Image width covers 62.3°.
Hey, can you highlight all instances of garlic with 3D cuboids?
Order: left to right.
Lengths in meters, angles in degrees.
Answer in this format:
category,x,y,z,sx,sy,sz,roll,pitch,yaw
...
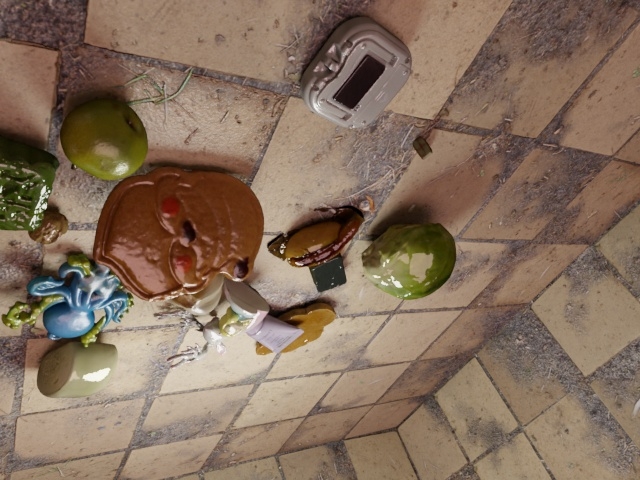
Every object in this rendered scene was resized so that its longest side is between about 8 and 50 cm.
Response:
category,x,y,z,sx,sy,sz,roll,pitch,yaw
garlic,-0.397,0.089,1.556,0.185,0.203,0.281,-19,120,44

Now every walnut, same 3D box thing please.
category,x,y,z,sx,sy,sz,roll,pitch,yaw
walnut,-0.673,-0.034,1.314,0.096,0.082,0.079,-35,172,11

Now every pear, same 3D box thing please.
category,x,y,z,sx,sy,sz,roll,pitch,yaw
pear,-0.485,-0.211,1.152,0.216,0.166,0.180,-16,163,24

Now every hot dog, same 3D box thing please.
category,x,y,z,sx,sy,sz,roll,pitch,yaw
hot dog,0.000,0.004,1.748,0.326,0.107,0.194,-33,143,9

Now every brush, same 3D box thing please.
category,x,y,z,sx,sy,sz,roll,pitch,yaw
brush,0.026,0.111,1.938,0.123,0.059,0.197,-21,144,-4

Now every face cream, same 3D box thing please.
category,x,y,z,sx,sy,sz,roll,pitch,yaw
face cream,-0.202,0.345,2.027,0.154,0.096,0.274,-43,131,12

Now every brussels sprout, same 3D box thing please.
category,x,y,z,sx,sy,sz,roll,pitch,yaw
brussels sprout,0.318,0.058,1.903,0.345,0.268,0.343,-3,126,-4

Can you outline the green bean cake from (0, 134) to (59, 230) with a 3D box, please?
category,x,y,z,sx,sy,sz,roll,pitch,yaw
green bean cake,-0.705,-0.126,1.133,0.248,0.124,0.222,8,132,-38

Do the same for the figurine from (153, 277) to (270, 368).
category,x,y,z,sx,sy,sz,roll,pitch,yaw
figurine,-0.379,0.274,1.806,0.315,0.206,0.284,-49,145,19

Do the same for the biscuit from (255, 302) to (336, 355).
category,x,y,z,sx,sy,sz,roll,pitch,yaw
biscuit,-0.110,0.369,2.182,0.376,0.051,0.269,-31,142,8

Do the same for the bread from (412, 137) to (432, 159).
category,x,y,z,sx,sy,sz,roll,pitch,yaw
bread,0.312,-0.286,1.628,0.043,0.062,0.109,-34,-174,14

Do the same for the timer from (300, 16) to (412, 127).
category,x,y,z,sx,sy,sz,roll,pitch,yaw
timer,0.091,-0.401,1.312,0.237,0.087,0.262,15,127,-42

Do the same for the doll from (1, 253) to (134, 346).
category,x,y,z,sx,sy,sz,roll,pitch,yaw
doll,-0.715,0.172,1.548,0.341,0.099,0.346,-51,146,13

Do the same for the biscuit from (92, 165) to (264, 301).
category,x,y,z,sx,sy,sz,roll,pitch,yaw
biscuit,-0.359,-0.024,1.387,0.456,0.078,0.349,-15,106,-29

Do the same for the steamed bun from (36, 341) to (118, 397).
category,x,y,z,sx,sy,sz,roll,pitch,yaw
steamed bun,-0.793,0.436,1.743,0.250,0.154,0.200,-30,148,29
